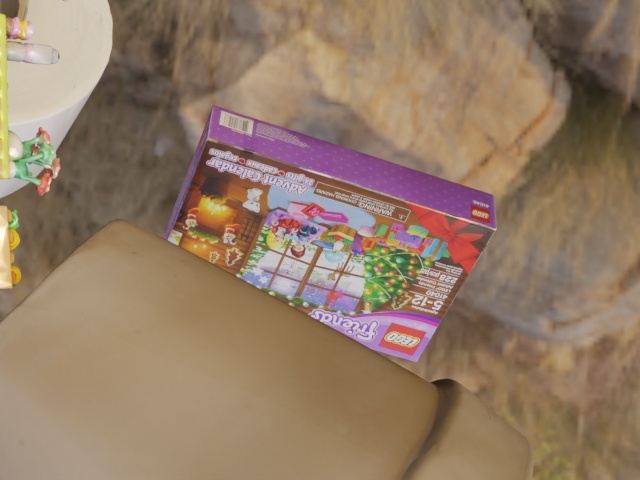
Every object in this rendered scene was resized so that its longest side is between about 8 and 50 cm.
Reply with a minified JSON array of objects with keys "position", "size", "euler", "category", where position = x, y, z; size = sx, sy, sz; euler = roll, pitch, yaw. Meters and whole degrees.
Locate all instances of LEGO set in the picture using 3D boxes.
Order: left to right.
[{"position":[-0.198,-0.108,0.829],"size":[0.107,0.287,0.132],"euler":[-2,145,-50],"category":"LEGO set"}]

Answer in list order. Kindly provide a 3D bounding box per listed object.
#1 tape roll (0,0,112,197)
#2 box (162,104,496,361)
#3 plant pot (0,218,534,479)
[{"position":[-0.298,-0.160,0.995],"size":[0.286,0.286,0.100],"euler":[17,136,-26],"category":"tape roll"},{"position":[0.000,0.000,1.380],"size":[0.293,0.057,0.201],"euler":[17,131,-11],"category":"box"},{"position":[-0.081,0.146,0.838],"size":[0.280,0.323,0.323],"euler":[44,156,-2],"category":"plant pot"}]
